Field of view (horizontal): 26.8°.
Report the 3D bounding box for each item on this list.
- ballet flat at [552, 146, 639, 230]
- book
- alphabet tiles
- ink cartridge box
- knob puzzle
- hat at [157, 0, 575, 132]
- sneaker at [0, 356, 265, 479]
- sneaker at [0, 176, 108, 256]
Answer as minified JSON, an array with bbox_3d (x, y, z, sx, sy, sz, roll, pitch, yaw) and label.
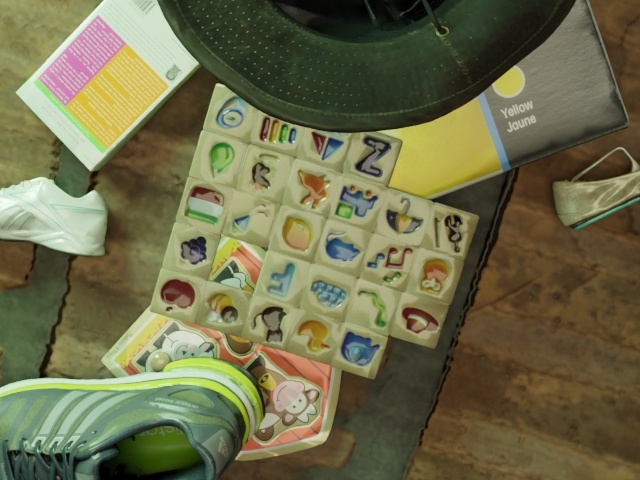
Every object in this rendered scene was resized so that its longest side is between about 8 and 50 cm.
[{"bbox_3d":[0.275,-0.061,1.125,0.168,0.057,0.052,-22,86,4],"label":"ballet flat"},{"bbox_3d":[-0.175,-0.143,1.139,0.144,0.035,0.096,-44,91,6],"label":"book"},{"bbox_3d":[0.000,0.000,1.101,0.237,0.009,0.198,17,100,-3],"label":"alphabet tiles"},{"bbox_3d":[0.063,-0.185,1.109,0.304,0.072,0.307,-21,99,5],"label":"ink cartridge box"},{"bbox_3d":[-0.066,0.110,1.169,0.213,0.030,0.213,0,97,1],"label":"knob puzzle"},{"bbox_3d":[0.025,-0.225,1.008,0.331,0.134,0.331,1,83,-12],"label":"hat"},{"bbox_3d":[-0.200,0.175,1.121,0.300,0.121,0.111,-15,106,12],"label":"sneaker"},{"bbox_3d":[-0.255,-0.026,1.150,0.152,0.054,0.061,10,88,-6],"label":"sneaker"}]
